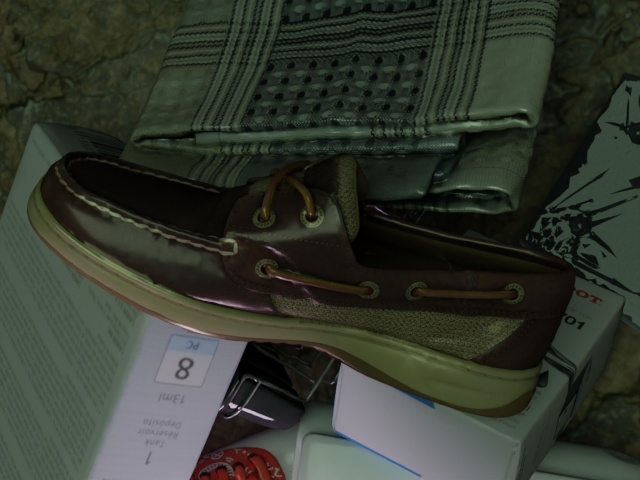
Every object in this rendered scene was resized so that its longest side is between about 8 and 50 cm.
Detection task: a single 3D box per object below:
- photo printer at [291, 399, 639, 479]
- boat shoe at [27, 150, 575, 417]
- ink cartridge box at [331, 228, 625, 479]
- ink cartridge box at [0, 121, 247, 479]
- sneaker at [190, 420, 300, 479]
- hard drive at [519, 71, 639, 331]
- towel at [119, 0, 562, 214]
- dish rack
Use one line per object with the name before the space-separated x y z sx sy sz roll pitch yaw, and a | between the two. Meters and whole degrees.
photo printer | 0.119 0.268 0.933 0.307 0.107 0.256 10 97 2
boat shoe | -0.006 -0.002 0.769 0.342 0.123 0.123 21 114 -3
ink cartridge box | 0.118 0.089 0.901 0.139 0.190 0.082 24 132 23
ink cartridge box | -0.206 0.138 0.975 0.308 0.091 0.385 45 118 51
sneaker | -0.100 0.221 0.994 0.270 0.145 0.090 -20 85 13
hard drive | 0.300 0.004 0.937 0.254 0.054 0.172 32 97 12
towel | 0.023 -0.161 0.905 0.312 0.056 0.324 3 58 21
dish rack | 0.000 0.000 0.944 0.074 0.208 0.271 30 98 -21
